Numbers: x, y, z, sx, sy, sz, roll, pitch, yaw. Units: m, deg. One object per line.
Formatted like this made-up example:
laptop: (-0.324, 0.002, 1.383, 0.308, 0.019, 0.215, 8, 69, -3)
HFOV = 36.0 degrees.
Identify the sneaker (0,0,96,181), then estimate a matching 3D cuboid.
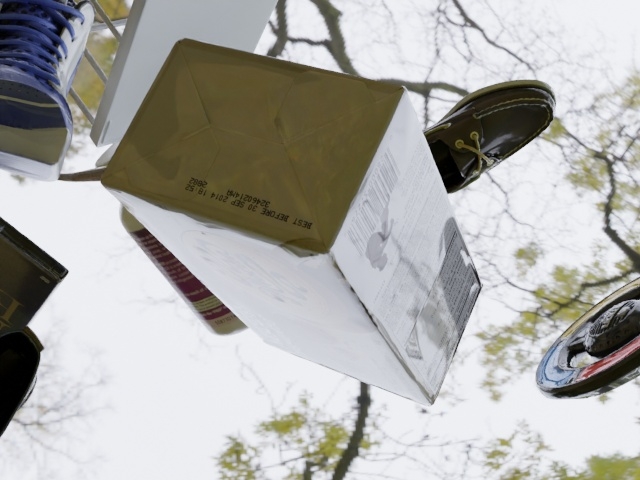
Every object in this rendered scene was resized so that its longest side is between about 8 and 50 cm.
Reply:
sneaker: (-0.277, -0.156, 0.873, 0.315, 0.127, 0.182, -163, -90, -70)

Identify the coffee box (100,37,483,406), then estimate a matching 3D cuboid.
coffee box: (0.000, 0.000, 0.709, 0.168, 0.297, 0.119, 18, -109, 25)

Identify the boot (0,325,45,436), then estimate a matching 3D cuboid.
boot: (-0.267, 0.133, 0.636, 0.082, 0.219, 0.106, 44, -34, -6)

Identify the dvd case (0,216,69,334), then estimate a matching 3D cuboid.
dvd case: (-0.298, 0.027, 0.755, 0.164, 0.018, 0.221, 39, -43, -8)

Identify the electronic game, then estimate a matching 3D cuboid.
electronic game: (0.337, 0.100, 1.106, 0.229, 0.229, 0.048, -37, -86, 24)

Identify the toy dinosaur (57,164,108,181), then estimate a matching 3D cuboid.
toy dinosaur: (-0.156, -0.065, 0.888, 0.112, 0.211, 0.064, 174, -95, -69)

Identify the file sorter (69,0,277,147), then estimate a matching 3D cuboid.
file sorter: (-0.180, -0.276, 1.097, 0.173, 0.192, 0.278, 52, -42, 18)

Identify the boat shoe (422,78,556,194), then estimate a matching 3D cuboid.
boat shoe: (0.135, -0.087, 0.995, 0.227, 0.081, 0.069, -25, -148, 18)

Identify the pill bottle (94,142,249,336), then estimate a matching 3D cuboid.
pill bottle: (-0.174, -0.025, 1.381, 0.169, 0.169, 0.301, -24, -66, 29)
